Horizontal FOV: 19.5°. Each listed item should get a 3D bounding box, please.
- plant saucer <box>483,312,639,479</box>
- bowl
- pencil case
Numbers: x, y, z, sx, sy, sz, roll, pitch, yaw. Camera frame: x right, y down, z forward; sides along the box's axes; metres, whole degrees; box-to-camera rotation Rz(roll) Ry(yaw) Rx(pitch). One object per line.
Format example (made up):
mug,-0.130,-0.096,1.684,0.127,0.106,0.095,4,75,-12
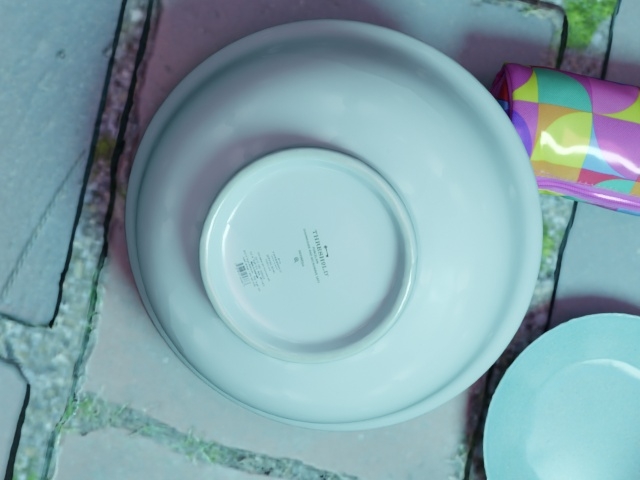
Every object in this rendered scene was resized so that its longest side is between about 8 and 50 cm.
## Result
plant saucer,0.211,0.150,1.391,0.195,0.037,0.194,0,91,-10
bowl,0.000,0.000,1.253,0.298,0.134,0.297,1,98,7
pencil case,0.225,-0.061,1.358,0.236,0.104,0.104,8,90,-10
